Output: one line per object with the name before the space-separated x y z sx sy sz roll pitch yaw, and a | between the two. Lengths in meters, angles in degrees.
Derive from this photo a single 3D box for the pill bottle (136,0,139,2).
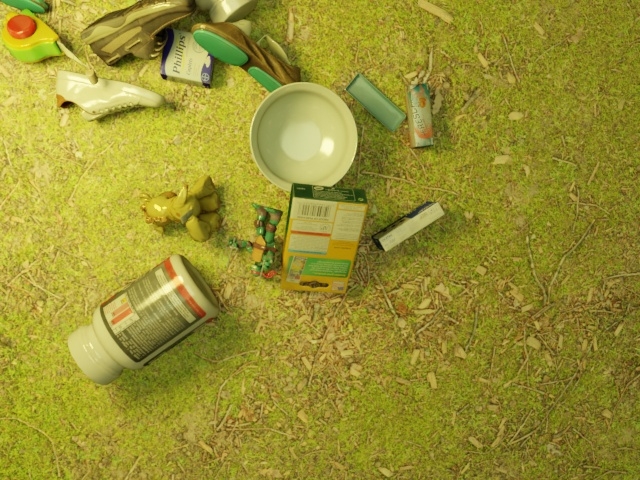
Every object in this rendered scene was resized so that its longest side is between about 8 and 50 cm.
pill bottle | -0.480 -0.702 1.471 0.216 0.121 0.121 37 89 -10

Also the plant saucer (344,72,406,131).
plant saucer | 0.162 -0.405 1.646 0.192 0.018 0.067 40 89 -9

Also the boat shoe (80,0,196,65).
boat shoe | -0.452 -0.544 1.442 0.355 0.132 0.130 -5 132 29

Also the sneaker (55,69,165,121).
sneaker | -0.565 -0.371 1.505 0.290 0.106 0.123 11 96 2

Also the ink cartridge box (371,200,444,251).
ink cartridge box | 0.257 -0.044 1.653 0.207 0.097 0.046 -32 99 -5

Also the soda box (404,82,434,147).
soda box | 0.291 -0.366 1.645 0.058 0.063 0.183 -8 96 -8

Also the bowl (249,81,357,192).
bowl | -0.053 -0.283 1.561 0.297 0.134 0.298 -2 101 -9

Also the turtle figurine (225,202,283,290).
turtle figurine | -0.178 0.018 1.590 0.175 0.118 0.234 15 92 31

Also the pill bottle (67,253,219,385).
pill bottle | -0.476 0.216 1.512 0.363 0.210 0.210 -35 99 -4

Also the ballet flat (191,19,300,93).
ballet flat | -0.183 -0.511 1.504 0.342 0.116 0.124 26 74 -33

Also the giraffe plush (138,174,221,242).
giraffe plush | -0.395 -0.082 1.533 0.170 0.210 0.181 0 100 21

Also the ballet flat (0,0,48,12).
ballet flat | -0.835 -0.662 1.446 0.247 0.083 0.087 8 80 -11

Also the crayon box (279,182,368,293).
crayon box | 0.000 0.000 1.577 0.203 0.083 0.323 5 126 -9

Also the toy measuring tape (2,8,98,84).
toy measuring tape | -0.713 -0.480 1.429 0.330 0.121 0.121 41 88 15

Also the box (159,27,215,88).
box | -0.361 -0.498 1.532 0.137 0.072 0.126 9 93 -9

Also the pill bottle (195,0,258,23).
pill bottle | -0.299 -0.718 1.475 0.161 0.161 0.283 -37 100 -4
